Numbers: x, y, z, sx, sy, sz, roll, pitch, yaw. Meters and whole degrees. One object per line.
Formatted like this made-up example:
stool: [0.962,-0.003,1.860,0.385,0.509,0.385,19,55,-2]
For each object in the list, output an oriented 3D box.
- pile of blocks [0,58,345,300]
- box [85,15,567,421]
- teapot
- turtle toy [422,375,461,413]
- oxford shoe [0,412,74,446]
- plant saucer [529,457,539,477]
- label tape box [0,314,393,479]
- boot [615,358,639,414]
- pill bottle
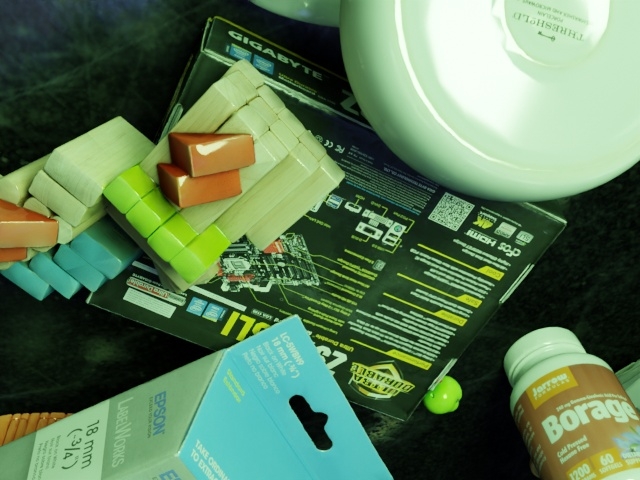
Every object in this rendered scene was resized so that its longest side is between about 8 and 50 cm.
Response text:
pile of blocks: [-0.168,-0.006,0.561,0.362,0.113,0.149,-13,109,23]
box: [0.000,0.000,0.671,0.321,0.079,0.257,23,123,-15]
teapot: [0.115,-0.146,0.553,0.252,0.187,0.256,-35,103,-7]
turtle toy: [0.099,0.143,0.849,0.130,0.066,0.095,31,116,-31]
oxford shoe: [-0.217,0.292,0.865,0.363,0.130,0.133,24,136,-19]
plant saucer: [0.320,0.292,1.053,0.083,0.013,0.084,-6,129,-8]
label tape box: [-0.117,0.243,0.695,0.333,0.106,0.241,-25,121,5]
boot: [0.381,0.192,0.936,0.123,0.095,0.258,-27,165,-34]
pill bottle: [0.274,0.198,0.835,0.121,0.216,0.121,-7,129,-8]
